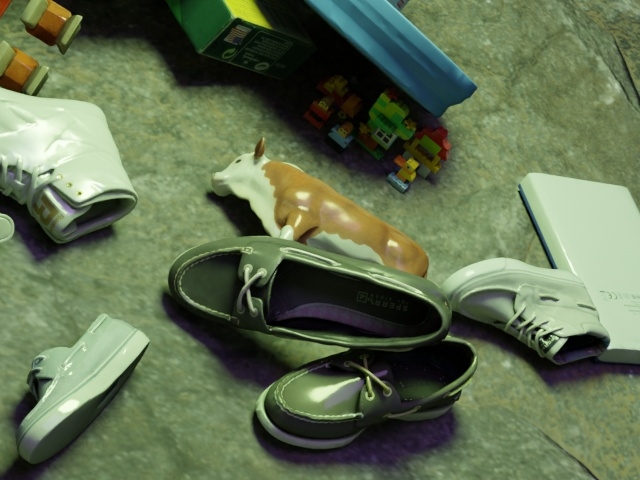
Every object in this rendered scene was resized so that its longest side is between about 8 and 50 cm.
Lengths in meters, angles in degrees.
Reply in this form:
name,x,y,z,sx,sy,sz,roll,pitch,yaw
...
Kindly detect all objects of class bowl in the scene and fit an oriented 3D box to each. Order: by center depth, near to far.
name,x,y,z,sx,sy,sz,roll,pitch,yaw
bowl,0.055,-0.319,2.001,0.391,0.077,0.391,41,7,-7

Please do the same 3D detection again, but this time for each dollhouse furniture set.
name,x,y,z,sx,sy,sz,roll,pitch,yaw
dollhouse furniture set,-0.406,-0.328,1.725,0.262,0.135,0.259,32,84,-7

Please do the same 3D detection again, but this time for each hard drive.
name,x,y,z,sx,sy,sz,roll,pitch,yaw
hard drive,0.434,0.044,2.098,0.210,0.040,0.319,7,49,-32

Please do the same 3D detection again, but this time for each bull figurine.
name,x,y,z,sx,sy,sz,roll,pitch,yaw
bull figurine,0.000,0.000,1.778,0.310,0.101,0.188,26,45,-10

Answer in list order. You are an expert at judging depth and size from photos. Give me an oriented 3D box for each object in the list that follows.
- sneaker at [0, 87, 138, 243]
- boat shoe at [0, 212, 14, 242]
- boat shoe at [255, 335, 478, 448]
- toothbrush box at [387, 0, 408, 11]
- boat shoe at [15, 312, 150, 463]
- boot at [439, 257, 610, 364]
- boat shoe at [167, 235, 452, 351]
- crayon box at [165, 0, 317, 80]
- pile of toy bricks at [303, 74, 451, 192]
name,x,y,z,sx,sy,sz,roll,pitch,yaw
sneaker,-0.342,-0.081,1.596,0.292,0.108,0.169,-3,51,-40
boat shoe,-0.401,-0.015,1.545,0.125,0.038,0.046,-5,97,-32
boat shoe,0.060,0.169,1.665,0.305,0.091,0.109,-6,56,-40
toothbrush box,0.038,-0.484,2.085,0.283,0.122,0.206,42,6,7
boat shoe,-0.263,0.148,1.469,0.081,0.079,0.227,33,34,6
boot,0.284,0.100,1.889,0.258,0.095,0.123,3,44,-36
boat shoe,-0.011,0.062,1.626,0.335,0.112,0.095,9,4,-3
crayon box,-0.157,-0.382,1.994,0.202,0.081,0.318,10,44,-56
pile of toy bricks,0.087,-0.170,1.996,0.212,0.105,0.118,40,40,3
